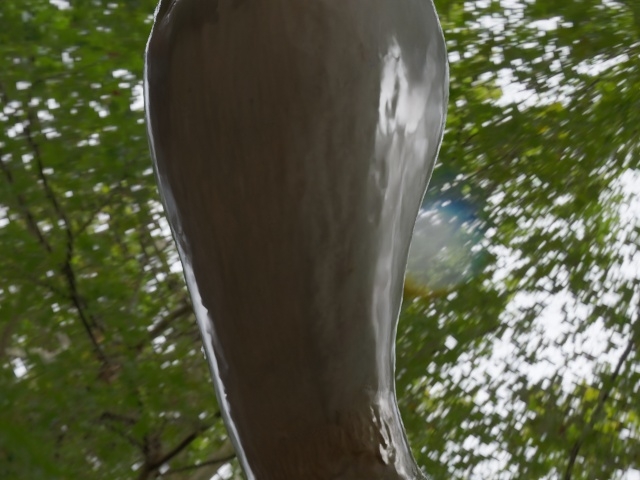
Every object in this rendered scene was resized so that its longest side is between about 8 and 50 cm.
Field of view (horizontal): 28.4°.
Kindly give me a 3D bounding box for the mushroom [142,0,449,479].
[{"bbox_3d":[0.000,0.000,0.388,0.093,0.116,0.225,-9,-98,1],"label":"mushroom"}]
